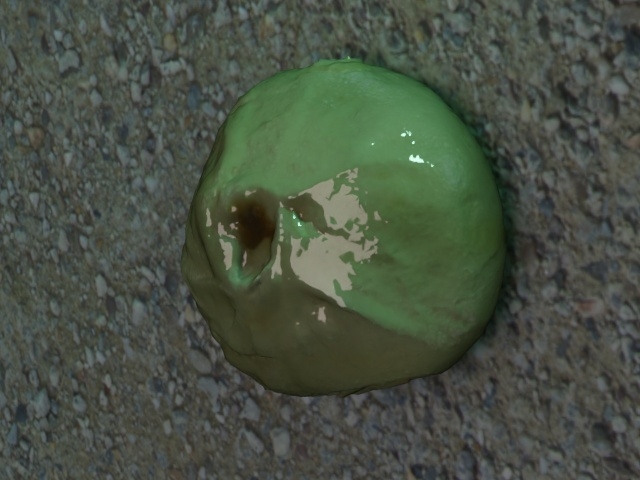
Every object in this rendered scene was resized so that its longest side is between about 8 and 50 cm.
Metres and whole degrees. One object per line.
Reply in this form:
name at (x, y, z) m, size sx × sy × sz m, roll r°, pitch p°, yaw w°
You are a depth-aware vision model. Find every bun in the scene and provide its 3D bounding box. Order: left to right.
bun at (-0.004, -0.002, 1.739) m, size 0.364 × 0.202 × 0.364 m, roll 6°, pitch 99°, yaw 39°
